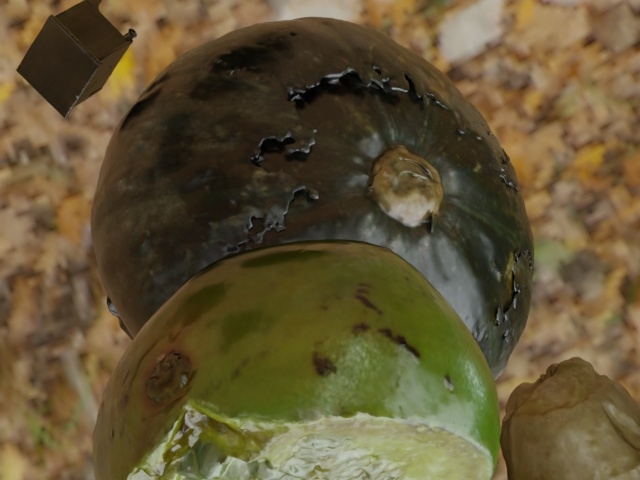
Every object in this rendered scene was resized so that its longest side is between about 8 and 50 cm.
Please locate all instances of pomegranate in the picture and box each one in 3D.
[{"bbox_3d":[-0.003,0.131,1.493,0.310,0.216,0.358,-38,143,25],"label":"pomegranate"}]

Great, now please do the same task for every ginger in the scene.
[{"bbox_3d":[0.185,0.196,1.177,0.116,0.263,0.109,-14,-166,46],"label":"ginger"}]

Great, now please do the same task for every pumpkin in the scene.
[{"bbox_3d":[0.000,0.000,1.939,0.454,0.454,0.344,-6,172,-29],"label":"pumpkin"}]

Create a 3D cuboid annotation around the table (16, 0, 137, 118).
[{"bbox_3d":[-0.235,-0.185,1.955,0.082,0.070,0.083,-41,173,-49],"label":"table"}]
